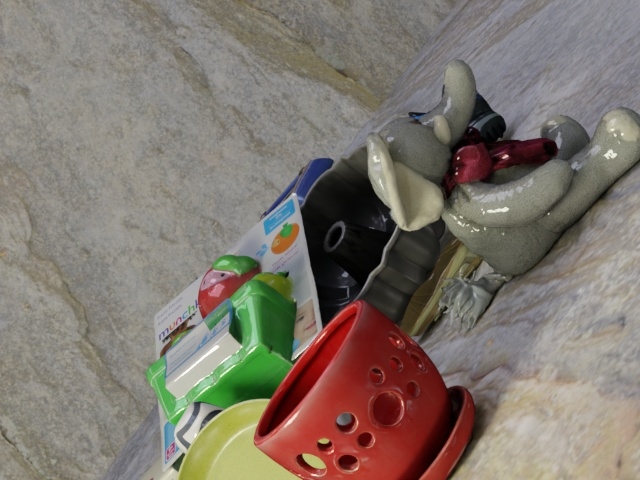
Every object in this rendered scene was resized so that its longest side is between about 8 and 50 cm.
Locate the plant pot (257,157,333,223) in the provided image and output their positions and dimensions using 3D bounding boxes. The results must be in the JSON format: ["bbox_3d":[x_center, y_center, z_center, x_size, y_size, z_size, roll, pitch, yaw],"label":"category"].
[{"bbox_3d":[0.000,0.000,2.329,0.236,0.212,0.236,-48,8,28],"label":"plant pot"}]

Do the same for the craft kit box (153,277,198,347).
[{"bbox_3d":[-0.150,0.194,2.169,0.061,0.250,0.246,-49,7,13],"label":"craft kit box"}]

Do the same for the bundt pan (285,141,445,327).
[{"bbox_3d":[0.066,0.020,1.949,0.331,0.124,0.331,-39,35,35],"label":"bundt pan"}]

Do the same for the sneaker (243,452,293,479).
[{"bbox_3d":[-0.078,0.366,1.554,0.343,0.134,0.146,-41,46,26],"label":"sneaker"}]

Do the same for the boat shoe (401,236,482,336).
[{"bbox_3d":[0.165,0.069,1.723,0.153,0.048,0.056,-59,21,-7],"label":"boat shoe"}]

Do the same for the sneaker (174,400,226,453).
[{"bbox_3d":[-0.073,0.299,1.682,0.153,0.235,0.094,13,58,38],"label":"sneaker"}]

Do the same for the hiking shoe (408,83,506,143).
[{"bbox_3d":[0.182,-0.154,2.188,0.304,0.132,0.113,-41,-18,31],"label":"hiking shoe"}]

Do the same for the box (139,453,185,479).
[{"bbox_3d":[-0.222,0.425,1.892,0.232,0.148,0.127,-50,8,17],"label":"box"}]

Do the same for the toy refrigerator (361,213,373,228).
[{"bbox_3d":[0.064,0.048,2.146,0.269,0.102,0.094,-51,8,9],"label":"toy refrigerator"}]

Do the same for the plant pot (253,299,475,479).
[{"bbox_3d":[0.050,0.185,1.334,0.191,0.174,0.191,-50,9,10],"label":"plant pot"}]

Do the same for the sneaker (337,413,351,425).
[{"bbox_3d":[0.024,0.210,1.717,0.121,0.079,0.217,-45,11,34],"label":"sneaker"}]

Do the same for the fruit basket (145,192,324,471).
[{"bbox_3d":[-0.139,0.118,1.860,0.327,0.165,0.353,-40,37,19],"label":"fruit basket"}]

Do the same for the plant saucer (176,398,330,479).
[{"bbox_3d":[-0.063,0.303,1.459,0.241,0.241,0.037,-50,-32,13],"label":"plant saucer"}]

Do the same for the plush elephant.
[{"bbox_3d":[0.178,-0.090,1.552,0.330,0.255,0.272,-51,8,5],"label":"plush elephant"}]
